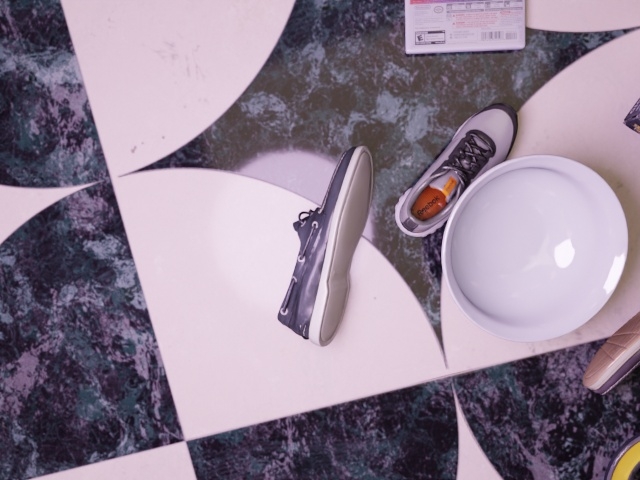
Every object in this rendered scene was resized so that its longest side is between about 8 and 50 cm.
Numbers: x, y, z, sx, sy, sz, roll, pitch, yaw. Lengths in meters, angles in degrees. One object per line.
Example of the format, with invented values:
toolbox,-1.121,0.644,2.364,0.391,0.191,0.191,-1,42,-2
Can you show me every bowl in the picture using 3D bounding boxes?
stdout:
bowl,0.324,0.003,1.033,0.297,0.134,0.298,-1,103,-5

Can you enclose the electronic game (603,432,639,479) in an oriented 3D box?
electronic game,0.605,0.431,1.096,0.229,0.048,0.230,0,93,4

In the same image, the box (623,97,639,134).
box,0.680,-0.224,0.973,0.293,0.073,0.296,34,95,5

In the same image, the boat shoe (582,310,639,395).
boat shoe,0.562,0.161,1.057,0.092,0.103,0.285,44,90,5

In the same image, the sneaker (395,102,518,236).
sneaker,0.234,-0.113,1.060,0.100,0.108,0.272,40,94,3

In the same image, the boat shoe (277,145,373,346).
boat shoe,0.002,0.001,1.080,0.113,0.127,0.340,14,98,26

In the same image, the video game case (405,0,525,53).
video game case,0.244,-0.415,1.083,0.201,0.023,0.184,-1,94,5
